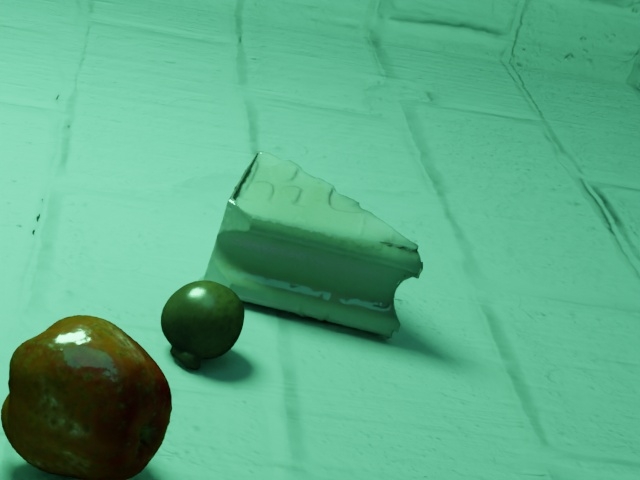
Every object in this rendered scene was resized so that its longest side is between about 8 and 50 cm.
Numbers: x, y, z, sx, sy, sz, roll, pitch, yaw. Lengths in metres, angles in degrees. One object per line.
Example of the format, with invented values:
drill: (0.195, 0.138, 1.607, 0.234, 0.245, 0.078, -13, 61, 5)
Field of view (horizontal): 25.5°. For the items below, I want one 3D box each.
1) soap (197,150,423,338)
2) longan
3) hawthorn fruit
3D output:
soap: (0.000, 0.000, 2.054, 0.302, 0.159, 0.258, 16, 22, 3)
longan: (-0.154, 0.108, 1.815, 0.106, 0.106, 0.119, 17, 66, 10)
hawthorn fruit: (-0.251, 0.177, 1.526, 0.189, 0.189, 0.189, 11, 24, -5)
